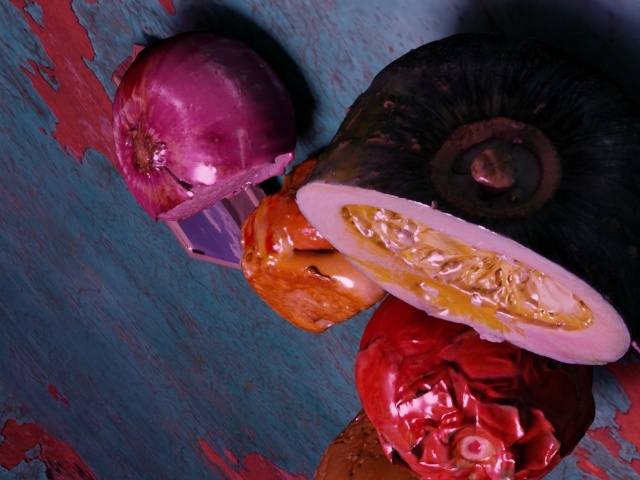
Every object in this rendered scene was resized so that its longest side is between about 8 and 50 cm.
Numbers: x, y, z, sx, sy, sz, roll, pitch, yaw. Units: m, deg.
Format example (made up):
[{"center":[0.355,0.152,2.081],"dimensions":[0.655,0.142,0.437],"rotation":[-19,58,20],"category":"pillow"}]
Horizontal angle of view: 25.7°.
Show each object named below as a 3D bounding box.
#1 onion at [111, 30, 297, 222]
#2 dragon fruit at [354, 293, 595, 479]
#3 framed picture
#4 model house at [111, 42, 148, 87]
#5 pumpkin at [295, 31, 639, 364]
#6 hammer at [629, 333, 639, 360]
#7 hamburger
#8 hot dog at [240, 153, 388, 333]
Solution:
[{"center":[-0.127,-0.126,1.447],"dimensions":[0.200,0.200,0.207],"rotation":[47,169,-5],"category":"onion"},{"center":[0.147,0.129,1.339],"dimensions":[0.241,0.252,0.241],"rotation":[14,113,35],"category":"dragon fruit"},{"center":[-0.124,-0.033,1.707],"dimensions":[0.260,0.023,0.189],"rotation":[13,143,47],"category":"framed picture"},{"center":[-0.194,-0.191,1.578],"dimensions":[0.083,0.057,0.058],"rotation":[23,153,42],"category":"model house"},{"center":[0.151,-0.046,1.119],"dimensions":[0.293,0.197,0.263],"rotation":[23,161,25],"category":"pumpkin"},{"center":[0.339,0.143,1.320],"dimensions":[0.246,0.029,0.103],"rotation":[44,155,5],"category":"hammer"},{"center":[0.098,0.304,1.729],"dimensions":[0.132,0.211,0.309],"rotation":[49,154,-22],"category":"hamburger"},{"center":[0.000,0.000,1.478],"dimensions":[0.153,0.150,0.256],"rotation":[39,160,-6],"category":"hot dog"}]
